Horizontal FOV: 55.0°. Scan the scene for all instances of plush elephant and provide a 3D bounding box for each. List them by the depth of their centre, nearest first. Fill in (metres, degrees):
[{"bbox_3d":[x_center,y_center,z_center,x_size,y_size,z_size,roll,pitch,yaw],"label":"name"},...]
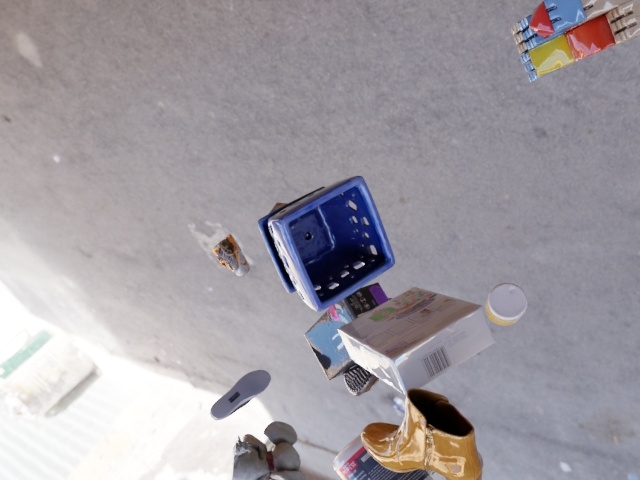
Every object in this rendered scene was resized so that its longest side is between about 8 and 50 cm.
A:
[{"bbox_3d":[-0.186,0.801,2.189,0.256,0.271,0.329,5,133,-9],"label":"plush elephant"}]

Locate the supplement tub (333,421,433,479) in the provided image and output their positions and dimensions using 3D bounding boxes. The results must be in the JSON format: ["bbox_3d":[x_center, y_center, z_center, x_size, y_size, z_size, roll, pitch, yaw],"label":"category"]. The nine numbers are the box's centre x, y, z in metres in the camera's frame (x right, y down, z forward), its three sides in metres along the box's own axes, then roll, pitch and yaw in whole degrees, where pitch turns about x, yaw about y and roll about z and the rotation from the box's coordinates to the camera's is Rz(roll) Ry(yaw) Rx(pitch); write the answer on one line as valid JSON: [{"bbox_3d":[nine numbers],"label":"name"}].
[{"bbox_3d":[0.183,0.645,1.644,0.272,0.191,0.191,47,152,23],"label":"supplement tub"}]

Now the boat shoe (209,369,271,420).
[{"bbox_3d":[-0.260,0.505,1.991,0.080,0.228,0.076,46,153,11],"label":"boat shoe"}]

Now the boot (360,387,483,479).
[{"bbox_3d":[0.179,0.356,1.165,0.295,0.104,0.211,16,132,44],"label":"boot"}]

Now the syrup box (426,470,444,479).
[{"bbox_3d":[0.311,0.716,1.856,0.096,0.093,0.236,30,139,39],"label":"syrup box"}]

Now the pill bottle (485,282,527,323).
[{"bbox_3d":[0.585,0.207,1.950,0.118,0.117,0.208,29,174,17],"label":"pill bottle"}]

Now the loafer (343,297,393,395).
[{"bbox_3d":[0.205,0.363,2.030,0.134,0.130,0.365,47,116,45],"label":"loafer"}]

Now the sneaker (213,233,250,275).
[{"bbox_3d":[-0.291,0.060,2.008,0.084,0.083,0.215,62,175,-32],"label":"sneaker"}]

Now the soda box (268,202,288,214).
[{"bbox_3d":[-0.096,-0.043,2.040,0.063,0.058,0.183,7,142,41],"label":"soda box"}]

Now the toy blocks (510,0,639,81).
[{"bbox_3d":[0.444,-0.358,1.011,0.381,0.261,0.190,-63,-50,-82],"label":"toy blocks"}]

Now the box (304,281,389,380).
[{"bbox_3d":[0.094,0.267,1.794,0.165,0.143,0.270,60,140,20],"label":"box"}]

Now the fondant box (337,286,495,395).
[{"bbox_3d":[0.210,0.220,1.434,0.096,0.238,0.330,66,165,-11],"label":"fondant box"}]

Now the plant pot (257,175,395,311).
[{"bbox_3d":[0.000,0.000,1.443,0.212,0.236,0.235,7,123,63],"label":"plant pot"}]
